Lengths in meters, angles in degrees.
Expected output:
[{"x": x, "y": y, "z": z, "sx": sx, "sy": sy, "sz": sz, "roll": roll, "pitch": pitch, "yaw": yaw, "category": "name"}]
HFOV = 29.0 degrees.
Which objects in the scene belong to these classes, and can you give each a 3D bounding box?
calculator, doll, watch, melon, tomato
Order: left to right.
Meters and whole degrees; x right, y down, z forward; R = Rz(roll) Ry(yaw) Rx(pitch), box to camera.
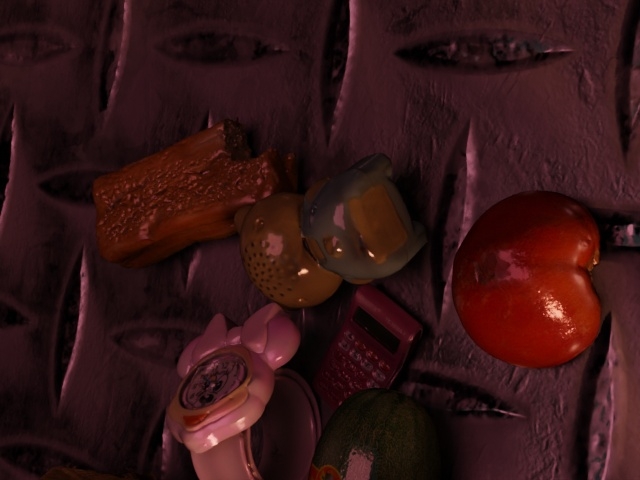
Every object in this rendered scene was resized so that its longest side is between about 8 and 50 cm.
[{"x": -0.103, "y": 0.254, "z": 1.811, "sx": 0.210, "sy": 0.217, "sz": 0.248, "roll": -10, "pitch": 39, "yaw": 34, "category": "watch"}, {"x": 0.000, "y": 0.000, "z": 1.778, "sx": 0.260, "sy": 0.161, "sz": 0.177, "roll": -19, "pitch": 105, "yaw": 40, "category": "doll"}, {"x": 0.067, "y": 0.170, "z": 1.793, "sx": 0.126, "sy": 0.034, "sz": 0.191, "roll": 39, "pitch": 112, "yaw": 33, "category": "calculator"}, {"x": 0.071, "y": 0.343, "z": 1.674, "sx": 0.182, "sy": 0.182, "sz": 0.288, "roll": 7, "pitch": 90, "yaw": 37, "category": "melon"}, {"x": 0.253, "y": 0.049, "z": 1.605, "sx": 0.200, "sy": 0.139, "sz": 0.233, "roll": -13, "pitch": 77, "yaw": 41, "category": "tomato"}]

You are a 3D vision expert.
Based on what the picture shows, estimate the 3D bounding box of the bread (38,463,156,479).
[{"x": -0.336, "y": 0.522, "z": 1.946, "sx": 0.242, "sy": 0.405, "sz": 0.346, "roll": -5, "pitch": 81, "yaw": -2, "category": "bread"}]

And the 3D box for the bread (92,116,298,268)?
[{"x": -0.201, "y": -0.082, "z": 1.982, "sx": 0.380, "sy": 0.109, "sz": 0.185, "roll": -18, "pitch": 65, "yaw": 31, "category": "bread"}]
